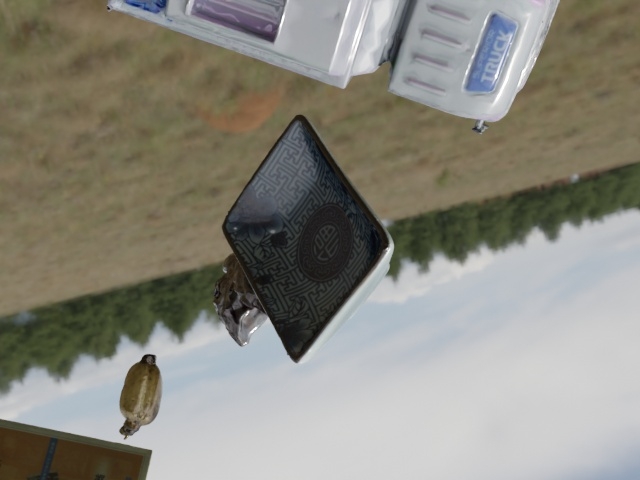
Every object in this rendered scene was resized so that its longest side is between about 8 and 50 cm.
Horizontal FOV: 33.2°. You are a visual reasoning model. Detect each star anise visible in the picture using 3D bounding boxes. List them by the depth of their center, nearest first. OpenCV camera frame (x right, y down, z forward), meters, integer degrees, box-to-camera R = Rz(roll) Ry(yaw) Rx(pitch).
[{"bbox_3d":[-0.086,0.034,1.607,0.236,0.109,0.223,-33,-158,42],"label":"star anise"}]

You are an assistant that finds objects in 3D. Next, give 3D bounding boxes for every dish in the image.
[{"bbox_3d":[0.000,0.000,1.203,0.080,0.243,0.182,16,120,-40],"label":"dish"}]

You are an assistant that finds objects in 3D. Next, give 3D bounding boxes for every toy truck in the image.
[{"bbox_3d":[0.016,-0.164,0.686,0.268,0.124,0.155,19,-151,5],"label":"toy truck"}]

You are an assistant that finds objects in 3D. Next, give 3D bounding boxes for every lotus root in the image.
[{"bbox_3d":[-0.308,0.268,1.834,0.072,0.151,0.063,31,155,-36],"label":"lotus root"}]

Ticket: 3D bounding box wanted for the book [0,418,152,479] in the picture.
[{"bbox_3d":[-0.385,0.367,1.586,0.242,0.170,0.018,12,154,-5],"label":"book"}]
